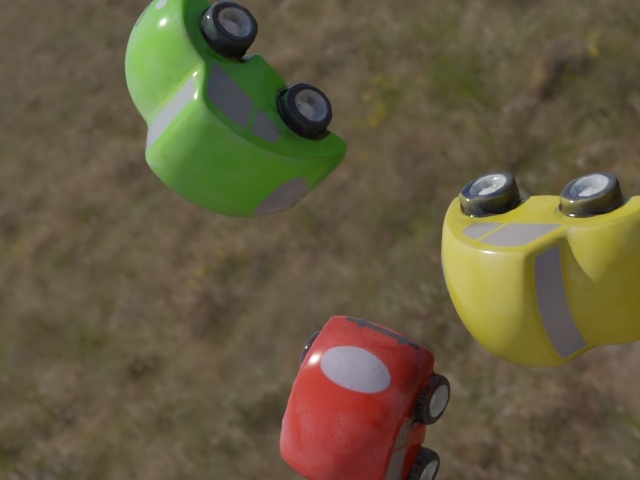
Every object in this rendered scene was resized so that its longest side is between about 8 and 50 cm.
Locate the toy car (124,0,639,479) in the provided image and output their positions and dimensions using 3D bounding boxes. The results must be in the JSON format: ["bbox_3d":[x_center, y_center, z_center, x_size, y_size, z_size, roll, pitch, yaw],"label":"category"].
[{"bbox_3d":[0.000,0.000,0.734,0.053,0.225,0.239,-45,2,-44],"label":"toy car"}]
